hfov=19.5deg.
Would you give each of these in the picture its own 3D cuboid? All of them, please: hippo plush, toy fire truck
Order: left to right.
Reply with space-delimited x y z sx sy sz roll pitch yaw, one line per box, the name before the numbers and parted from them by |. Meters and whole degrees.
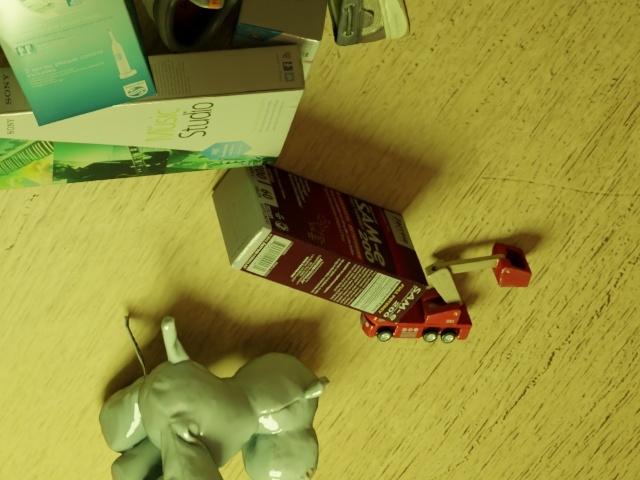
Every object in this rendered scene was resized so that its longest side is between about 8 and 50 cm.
hippo plush | -0.126 0.220 2.323 0.237 0.234 0.294 -9 94 -32
toy fire truck | 0.155 0.066 2.327 0.192 0.047 0.135 3 131 -18

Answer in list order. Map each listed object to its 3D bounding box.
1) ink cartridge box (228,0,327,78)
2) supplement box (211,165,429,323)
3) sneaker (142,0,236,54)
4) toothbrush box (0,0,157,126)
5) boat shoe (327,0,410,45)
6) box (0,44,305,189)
ink cartridge box | -0.047 -0.215 1.949 0.089 0.052 0.122 11 160 -6
supplement box | 0.000 0.000 2.161 0.239 0.130 0.073 20 124 -32
sneaker | -0.099 -0.301 1.861 0.100 0.108 0.271 8 128 -21
toothbrush box | -0.255 -0.276 1.706 0.126 0.216 0.295 -16 155 -2
boat shoe | 0.018 -0.302 1.900 0.092 0.102 0.285 -24 141 0
box | -0.191 -0.127 1.964 0.322 0.058 0.232 -5 163 -10
